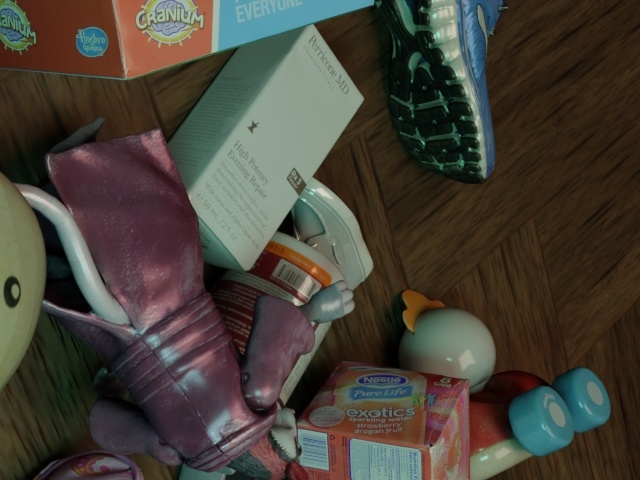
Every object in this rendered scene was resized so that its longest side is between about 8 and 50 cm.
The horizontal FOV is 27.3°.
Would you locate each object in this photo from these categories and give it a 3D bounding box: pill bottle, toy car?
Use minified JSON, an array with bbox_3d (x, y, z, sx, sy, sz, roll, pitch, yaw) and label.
[{"bbox_3d":[-0.073,0.108,1.290,0.121,0.121,0.221,49,64,-40],"label":"pill bottle"},{"bbox_3d":[0.173,0.156,1.537,0.210,0.219,0.238,-12,73,-55],"label":"toy car"}]

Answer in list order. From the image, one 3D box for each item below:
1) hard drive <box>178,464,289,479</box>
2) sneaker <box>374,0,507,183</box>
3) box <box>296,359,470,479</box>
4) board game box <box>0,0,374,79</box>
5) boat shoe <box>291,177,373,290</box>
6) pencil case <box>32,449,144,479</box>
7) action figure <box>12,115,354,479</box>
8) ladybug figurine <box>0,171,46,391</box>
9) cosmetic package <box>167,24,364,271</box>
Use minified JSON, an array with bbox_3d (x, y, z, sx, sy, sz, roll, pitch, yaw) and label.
[{"bbox_3d":[-0.085,0.322,1.368,0.172,0.054,0.255,11,90,-46],"label":"hard drive"},{"bbox_3d":[0.154,-0.220,1.456,0.147,0.129,0.330,-29,118,-36],"label":"sneaker"},{"bbox_3d":[0.074,0.296,1.407,0.142,0.154,0.300,-47,138,-56],"label":"box"},{"bbox_3d":[-0.155,-0.189,1.007,0.242,0.316,0.064,-25,115,-41],"label":"board game box"},{"bbox_3d":[0.000,0.000,1.380,0.063,0.066,0.184,-52,150,-17],"label":"boat shoe"},{"bbox_3d":[-0.188,0.333,1.206,0.124,0.124,0.284,-32,123,-37],"label":"pencil case"},{"bbox_3d":[-0.120,0.074,1.091,0.248,0.276,0.370,-38,92,6],"label":"action figure"},{"bbox_3d":[-0.387,0.060,0.819,0.449,0.162,0.305,-6,134,-22],"label":"ladybug figurine"},{"bbox_3d":[-0.065,-0.096,1.287,0.231,0.085,0.117,-57,132,-20],"label":"cosmetic package"}]
